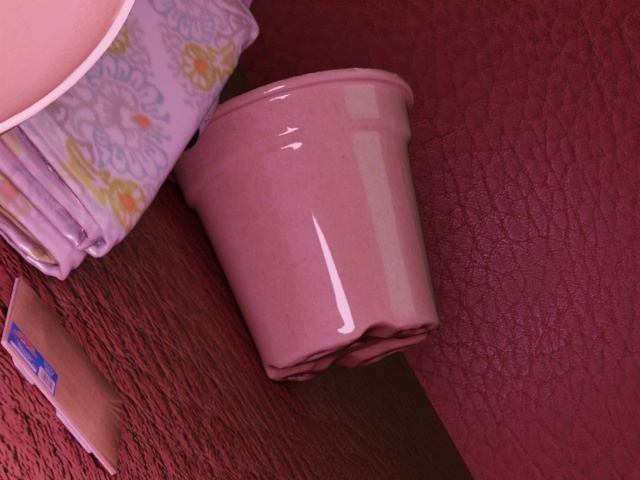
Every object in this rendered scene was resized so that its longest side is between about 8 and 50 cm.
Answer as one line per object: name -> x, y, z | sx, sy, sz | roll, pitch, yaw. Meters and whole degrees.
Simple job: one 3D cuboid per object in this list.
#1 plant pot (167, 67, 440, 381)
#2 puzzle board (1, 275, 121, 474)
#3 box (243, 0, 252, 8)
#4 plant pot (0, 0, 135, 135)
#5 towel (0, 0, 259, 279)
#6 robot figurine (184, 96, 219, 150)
plant pot -> 0.000, 0.000, 1.516 | 0.334, 0.333, 0.306 | 38, 34, -73
puzzle board -> -0.182, 0.095, 0.863 | 0.128, 0.011, 0.096 | 56, 9, -24
box -> -0.183, -0.324, 1.264 | 0.231, 0.261, 0.127 | 128, -22, -67
plant pot -> -0.243, -0.155, 0.578 | 0.284, 0.284, 0.191 | 59, -28, -7
towel -> -0.214, -0.194, 0.955 | 0.320, 0.090, 0.374 | 53, 36, -24
robot figurine -> -0.212, -0.188, 1.203 | 0.278, 0.173, 0.209 | 50, 36, -56
